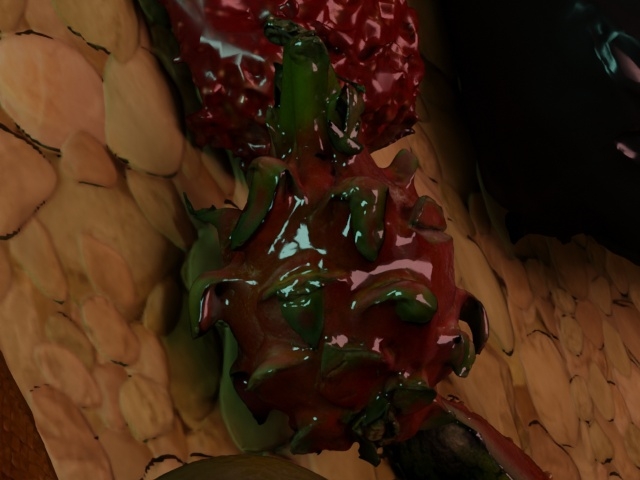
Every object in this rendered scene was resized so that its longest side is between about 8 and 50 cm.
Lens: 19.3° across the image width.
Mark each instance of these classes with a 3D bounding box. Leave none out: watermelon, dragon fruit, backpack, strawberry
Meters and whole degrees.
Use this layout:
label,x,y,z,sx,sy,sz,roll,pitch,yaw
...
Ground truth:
label,x,y,z,sx,sy,sz,roll,pitch,yaw
watermelon,0.114,0.151,1.156,0.245,0.063,0.119,38,25,-41
dragon fruit,-0.003,0.001,0.975,0.236,0.137,0.135,66,13,-4
backpack,0.274,-0.131,1.450,0.445,0.255,0.363,18,51,-37
strawberry,-0.019,-0.147,1.095,0.286,0.106,0.188,65,26,-1

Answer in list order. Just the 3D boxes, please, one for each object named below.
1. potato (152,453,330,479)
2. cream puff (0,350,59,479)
label,x,y,z,sx,sy,sz,roll,pitch,yaw
potato,-0.017,0.180,0.821,0.194,0.157,0.157,45,31,-58
cream puff,-0.184,0.081,0.489,0.303,0.212,0.303,59,-3,6
